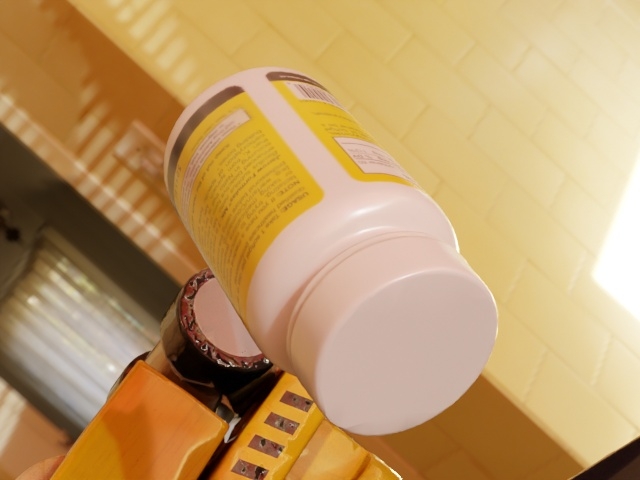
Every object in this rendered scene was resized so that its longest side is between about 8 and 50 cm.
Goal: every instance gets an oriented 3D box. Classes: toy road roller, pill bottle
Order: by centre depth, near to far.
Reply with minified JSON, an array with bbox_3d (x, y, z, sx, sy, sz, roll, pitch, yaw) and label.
[{"bbox_3d":[0.000,0.000,0.594,0.119,0.119,0.208,-47,40,9],"label":"pill bottle"},{"bbox_3d":[-0.087,0.204,0.840,0.329,0.240,0.202,-52,1,-43],"label":"toy road roller"}]

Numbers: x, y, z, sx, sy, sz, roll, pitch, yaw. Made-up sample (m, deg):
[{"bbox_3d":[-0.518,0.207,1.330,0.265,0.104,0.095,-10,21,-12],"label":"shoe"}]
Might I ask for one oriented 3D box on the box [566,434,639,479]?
[{"bbox_3d":[0.203,0.258,0.549,0.343,0.312,0.179,-45,37,37],"label":"box"}]
